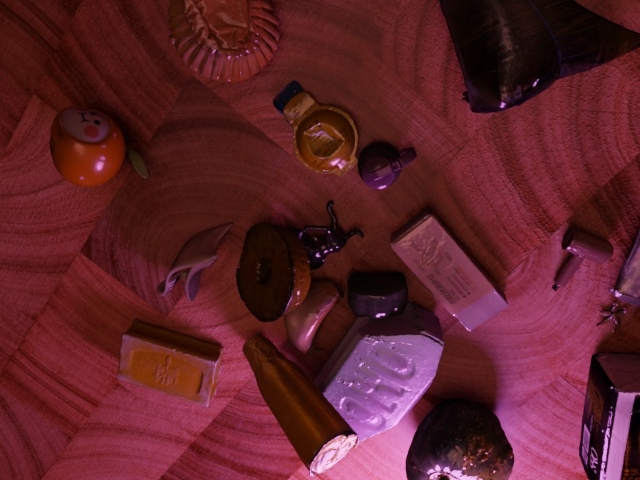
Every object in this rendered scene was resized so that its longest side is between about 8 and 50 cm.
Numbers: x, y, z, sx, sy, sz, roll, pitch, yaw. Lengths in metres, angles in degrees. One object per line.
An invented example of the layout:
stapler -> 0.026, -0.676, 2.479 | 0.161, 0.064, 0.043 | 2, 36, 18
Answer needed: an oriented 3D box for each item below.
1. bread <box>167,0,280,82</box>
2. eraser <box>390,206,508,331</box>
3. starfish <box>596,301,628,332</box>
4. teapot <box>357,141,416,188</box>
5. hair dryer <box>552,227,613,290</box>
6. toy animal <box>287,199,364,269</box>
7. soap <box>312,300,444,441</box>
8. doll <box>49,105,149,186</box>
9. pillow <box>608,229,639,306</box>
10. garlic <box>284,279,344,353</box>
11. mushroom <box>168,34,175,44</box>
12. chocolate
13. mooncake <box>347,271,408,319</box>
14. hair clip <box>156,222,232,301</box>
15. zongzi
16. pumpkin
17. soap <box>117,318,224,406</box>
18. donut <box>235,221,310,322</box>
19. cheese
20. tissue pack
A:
bread -> -0.221, -0.509, 1.247 | 0.273, 0.149, 0.275 | -4, 105, -14
eraser -> 0.349, 0.080, 1.441 | 0.144, 0.078, 0.343 | -38, 101, 20
starfish -> 0.792, 0.209, 1.445 | 0.091, 0.028, 0.078 | -41, 94, 23
teapot -> 0.163, -0.180, 1.336 | 0.148, 0.146, 0.116 | 6, 111, 7
hair dryer -> 0.668, 0.062, 1.399 | 0.117, 0.064, 0.182 | 22, 120, -1
toy animal -> 0.000, 0.000, 1.477 | 0.232, 0.085, 0.148 | -30, 115, 17
soap -> 0.164, 0.381, 1.543 | 0.261, 0.156, 0.446 | 31, 111, -3
doll -> -0.593, -0.246, 1.426 | 0.235, 0.213, 0.214 | -3, 118, -36
pillow -> 0.854, 0.052, 1.361 | 0.168, 0.059, 0.255 | 16, 110, 2
garlic -> -0.028, 0.227, 1.542 | 0.164, 0.145, 0.245 | 7, 118, -27
mushroom -> -0.322, -0.517, 1.322 | 0.129, 0.073, 0.088 | -22, 125, -20
chocolate -> -0.076, 0.428, 1.496 | 0.445, 0.162, 0.162 | 45, 119, 40
mooncake -> 0.156, 0.145, 1.477 | 0.175, 0.168, 0.104 | 19, 128, 36
hair clip -> -0.370, 0.069, 1.518 | 0.113, 0.173, 0.282 | 28, 124, -11
zongzi -> 0.477, -0.529, 1.157 | 0.431, 0.208, 0.404 | -22, 96, -2
pumpkin -> 0.407, 0.627, 1.541 | 0.291, 0.257, 0.328 | 30, 117, 11
soap -> -0.475, 0.390, 1.683 | 0.314, 0.091, 0.200 | 17, 111, 2
donut -> -0.121, 0.081, 1.451 | 0.271, 0.107, 0.273 | 10, 103, 47
cheese -> -0.011, -0.286, 1.366 | 0.177, 0.069, 0.270 | -41, 89, 18
tissue pack -> 0.837, 0.516, 1.458 | 0.198, 0.210, 0.371 | -1, 111, 6
